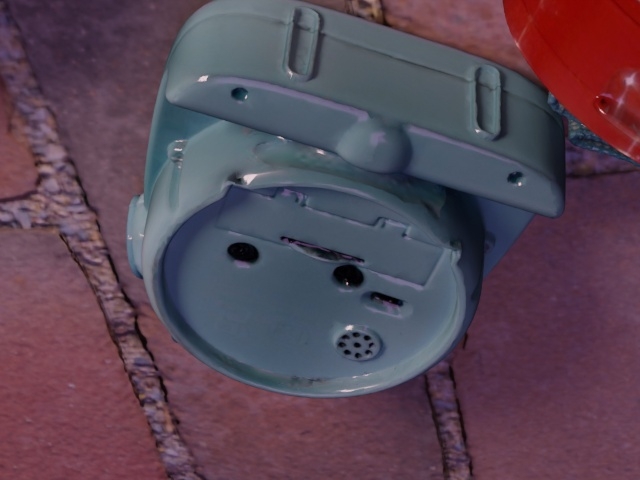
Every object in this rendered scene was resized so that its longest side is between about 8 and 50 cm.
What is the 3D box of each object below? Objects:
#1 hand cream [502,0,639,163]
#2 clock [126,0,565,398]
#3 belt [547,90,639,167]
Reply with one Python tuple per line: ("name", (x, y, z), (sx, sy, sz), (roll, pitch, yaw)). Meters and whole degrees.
("hand cream", (0.189, -0.119, 0.680), (0.193, 0.193, 0.125), (17, 131, -11))
("clock", (0.000, 0.000, 0.888), (0.223, 0.094, 0.274), (15, 134, -7))
("belt", (0.209, -0.065, 0.824), (0.179, 0.065, 0.100), (20, 143, -15))
